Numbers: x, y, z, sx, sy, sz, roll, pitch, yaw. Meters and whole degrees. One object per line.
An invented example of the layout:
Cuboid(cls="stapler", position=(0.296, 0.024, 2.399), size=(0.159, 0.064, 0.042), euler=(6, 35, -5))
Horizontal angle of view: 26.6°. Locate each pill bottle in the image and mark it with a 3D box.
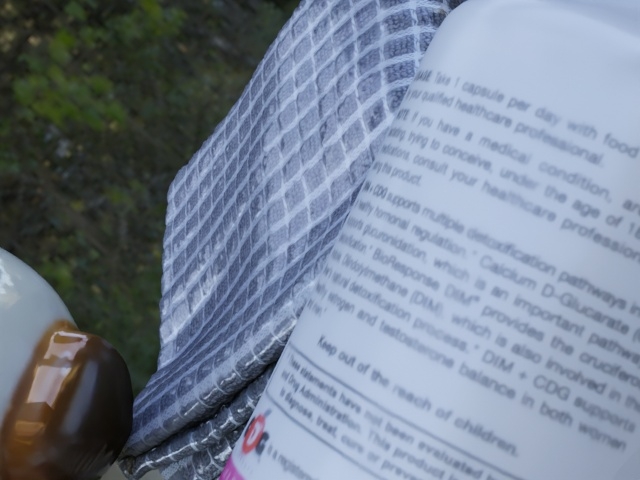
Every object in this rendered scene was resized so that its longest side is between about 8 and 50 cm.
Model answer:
Cuboid(cls="pill bottle", position=(0.088, 0.011, 0.484), size=(0.160, 0.160, 0.283), euler=(-133, 68, -85))

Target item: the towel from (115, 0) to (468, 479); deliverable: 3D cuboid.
Cuboid(cls="towel", position=(0.000, 0.000, 0.733), size=(0.284, 0.121, 0.235), euler=(-44, 36, 38))

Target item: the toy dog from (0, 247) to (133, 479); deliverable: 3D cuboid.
Cuboid(cls="toy dog", position=(-0.282, 0.016, 0.639), size=(0.285, 0.408, 0.395), euler=(-11, 40, 31))
